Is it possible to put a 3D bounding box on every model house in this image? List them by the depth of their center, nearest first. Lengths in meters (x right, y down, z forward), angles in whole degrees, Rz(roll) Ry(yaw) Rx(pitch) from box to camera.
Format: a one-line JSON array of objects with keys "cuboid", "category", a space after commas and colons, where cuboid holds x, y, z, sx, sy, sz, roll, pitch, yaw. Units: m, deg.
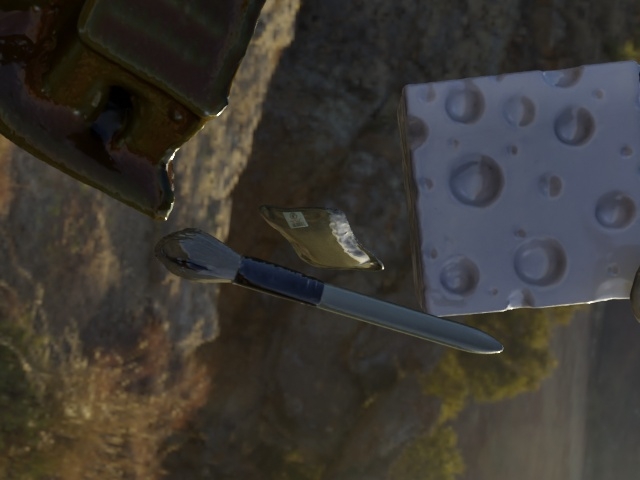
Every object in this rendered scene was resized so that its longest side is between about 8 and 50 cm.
[{"cuboid": [-0.171, -0.189, 0.849, 0.239, 0.268, 0.173, -44, -157, 42], "category": "model house"}]

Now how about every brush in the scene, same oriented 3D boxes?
[{"cuboid": [0.011, 0.048, 0.884, 0.042, 0.299, 0.039, 124, -18, -62], "category": "brush"}]

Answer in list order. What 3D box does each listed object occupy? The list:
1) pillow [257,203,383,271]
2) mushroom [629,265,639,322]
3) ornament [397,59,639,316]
[{"cuboid": [0.000, -0.001, 1.527, 0.217, 0.130, 0.033, 46, 52, -56], "category": "pillow"}, {"cuboid": [0.371, 0.056, 1.050, 0.225, 0.116, 0.093, 18, 65, -57], "category": "mushroom"}, {"cuboid": [0.215, -0.053, 1.202, 0.240, 0.240, 0.239, -28, 111, -87], "category": "ornament"}]
